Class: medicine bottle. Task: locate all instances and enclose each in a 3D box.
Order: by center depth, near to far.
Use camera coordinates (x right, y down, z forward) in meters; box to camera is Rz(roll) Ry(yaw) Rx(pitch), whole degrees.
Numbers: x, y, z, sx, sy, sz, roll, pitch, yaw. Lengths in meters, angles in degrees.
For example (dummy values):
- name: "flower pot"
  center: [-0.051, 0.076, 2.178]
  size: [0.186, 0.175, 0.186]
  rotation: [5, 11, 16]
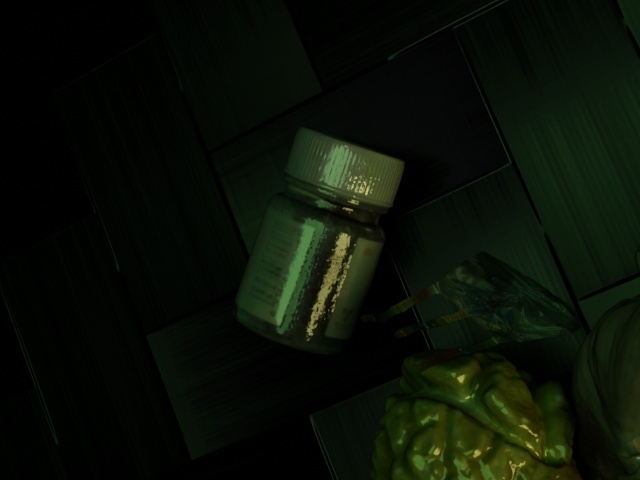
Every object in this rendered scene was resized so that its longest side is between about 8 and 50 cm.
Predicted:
- name: "medicine bottle"
  center: [0.000, 0.000, 1.603]
  size: [0.165, 0.165, 0.273]
  rotation: [22, 95, 20]

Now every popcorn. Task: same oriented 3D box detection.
- name: "popcorn"
  center: [0.184, 0.266, 1.470]
  size: [0.247, 0.282, 0.282]
  rotation: [9, 92, 3]

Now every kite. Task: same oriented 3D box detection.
- name: "kite"
  center: [0.188, 0.091, 1.460]
  size: [0.169, 0.310, 0.015]
  rotation: [38, 125, 25]

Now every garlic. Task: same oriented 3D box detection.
- name: "garlic"
  center: [0.422, 0.205, 1.383]
  size: [0.241, 0.322, 0.322]
  rotation: [-25, 79, -6]

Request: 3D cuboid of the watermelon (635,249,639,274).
- name: "watermelon"
  center: [0.462, 0.072, 1.452]
  size: [0.181, 0.092, 0.075]
  rotation: [22, 97, 40]
